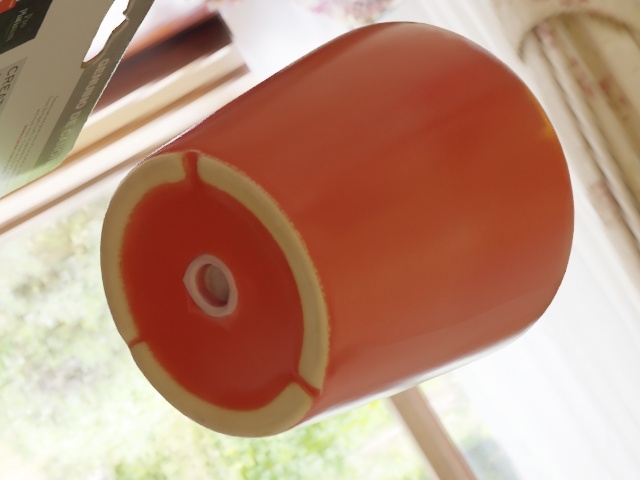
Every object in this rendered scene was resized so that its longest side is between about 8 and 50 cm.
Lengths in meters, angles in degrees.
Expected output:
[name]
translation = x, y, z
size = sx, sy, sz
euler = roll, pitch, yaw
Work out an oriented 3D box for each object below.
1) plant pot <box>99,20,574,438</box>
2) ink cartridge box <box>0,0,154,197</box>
[plant pot]
translation = 0.000, 0.000, 0.951
size = 0.243, 0.275, 0.275
euler = -26, 168, -48
[ink cartridge box]
translation = -0.209, -0.104, 0.611
size = 0.272, 0.130, 0.309
euler = -32, 171, -39
